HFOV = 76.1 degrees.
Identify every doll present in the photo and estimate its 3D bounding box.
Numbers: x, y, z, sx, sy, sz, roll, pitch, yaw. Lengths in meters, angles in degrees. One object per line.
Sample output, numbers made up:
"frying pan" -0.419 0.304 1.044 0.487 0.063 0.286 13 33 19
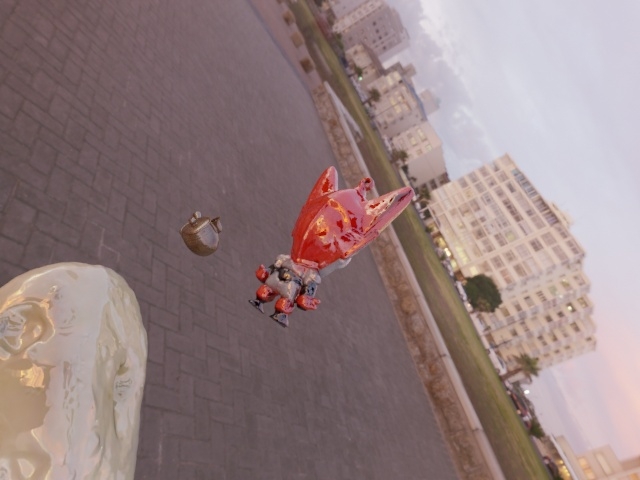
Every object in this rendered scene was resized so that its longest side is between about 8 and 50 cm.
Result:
"doll" 0.000 0.000 0.384 0.109 0.169 0.057 24 -27 39

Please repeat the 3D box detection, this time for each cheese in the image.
"cheese" -0.306 0.138 0.425 0.174 0.251 0.248 88 7 -61

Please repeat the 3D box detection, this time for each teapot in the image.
"teapot" -0.233 -0.024 0.824 0.110 0.085 0.080 -120 -170 -60
